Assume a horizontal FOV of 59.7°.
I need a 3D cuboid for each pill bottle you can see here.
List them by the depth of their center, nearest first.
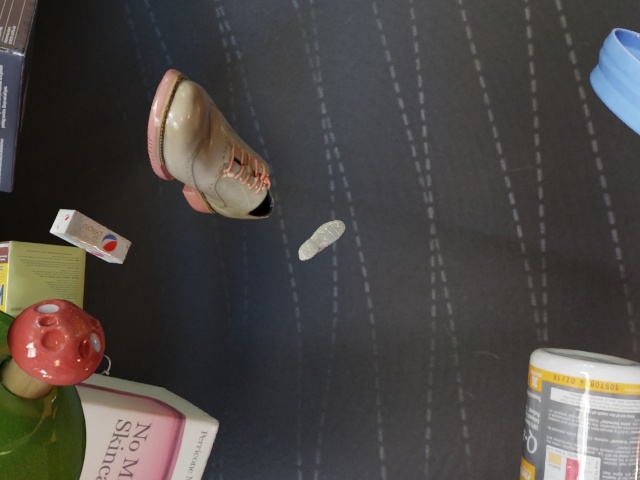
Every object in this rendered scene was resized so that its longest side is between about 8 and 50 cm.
[{"bbox_3d":[0.372,0.304,0.796,0.162,0.162,0.279,10,85,-50],"label":"pill bottle"}]

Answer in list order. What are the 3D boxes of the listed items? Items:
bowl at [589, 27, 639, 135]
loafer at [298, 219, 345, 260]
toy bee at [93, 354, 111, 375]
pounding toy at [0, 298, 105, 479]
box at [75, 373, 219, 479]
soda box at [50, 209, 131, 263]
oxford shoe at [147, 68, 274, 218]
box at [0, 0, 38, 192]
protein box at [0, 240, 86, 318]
[{"bbox_3d":[0.577,-0.177,0.819,0.390,0.077,0.391,17,38,-14],"label":"bowl"},{"bbox_3d":[0.000,0.000,1.231,0.125,0.039,0.045,-38,83,-20],"label":"loafer"},{"bbox_3d":[-0.680,0.457,1.478,0.195,0.162,0.299,24,94,-36],"label":"toy bee"},{"bbox_3d":[-0.210,0.053,0.295,0.237,0.110,0.183,45,19,5],"label":"pounding toy"},{"bbox_3d":[-0.243,0.215,0.549,0.232,0.126,0.149,28,76,-44],"label":"box"},{"bbox_3d":[-0.653,-0.009,1.598,0.216,0.069,0.074,42,59,-51],"label":"soda box"},{"bbox_3d":[-0.126,-0.111,0.739,0.348,0.130,0.123,77,30,-79],"label":"oxford shoe"},{"bbox_3d":[-0.664,-0.276,0.928,0.312,0.343,0.179,9,52,-28],"label":"box"},{"bbox_3d":[-0.700,0.113,1.350,0.199,0.135,0.201,10,78,-58],"label":"protein box"}]
